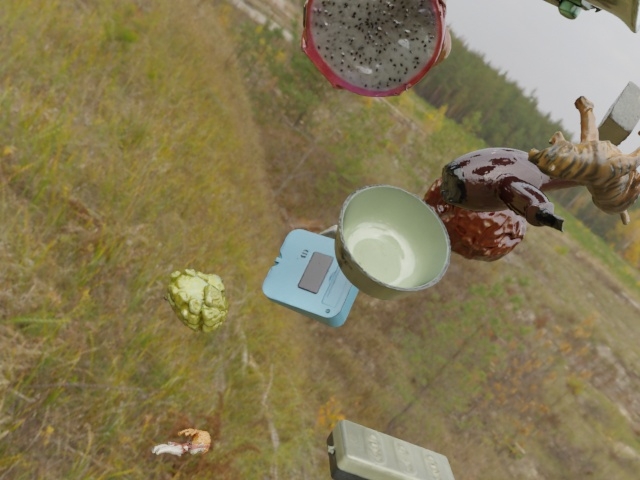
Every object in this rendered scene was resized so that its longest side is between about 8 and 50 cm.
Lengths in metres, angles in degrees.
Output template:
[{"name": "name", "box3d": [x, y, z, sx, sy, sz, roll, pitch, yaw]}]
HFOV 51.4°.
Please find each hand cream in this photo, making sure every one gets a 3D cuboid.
[{"name": "hand cream", "box3d": [0.000, 0.000, 2.088, 0.057, 0.165, 0.037, 50, 16, -37]}]

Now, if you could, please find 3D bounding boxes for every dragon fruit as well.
[{"name": "dragon fruit", "box3d": [0.109, -0.411, 1.267, 0.290, 0.291, 0.189, 39, 26, -3]}]

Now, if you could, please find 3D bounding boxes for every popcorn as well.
[{"name": "popcorn", "box3d": [-0.300, 0.144, 1.609, 0.174, 0.142, 0.173, 59, 4, -7]}]

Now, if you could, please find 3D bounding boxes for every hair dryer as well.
[{"name": "hair dryer", "box3d": [0.400, -0.084, 1.192, 0.312, 0.123, 0.340, -5, 21, -5]}]

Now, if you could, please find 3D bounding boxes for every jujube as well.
[{"name": "jujube", "box3d": [0.362, -0.061, 1.563, 0.232, 0.213, 0.213, 19, 28, -39]}]

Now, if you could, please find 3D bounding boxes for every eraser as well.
[{"name": "eraser", "box3d": [0.811, -0.329, 1.805, 0.077, 0.111, 0.352, 29, 6, 14]}]

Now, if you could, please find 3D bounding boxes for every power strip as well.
[{"name": "power strip", "box3d": [0.128, 0.412, 1.214, 0.256, 0.070, 0.105, 23, 21, -16]}]

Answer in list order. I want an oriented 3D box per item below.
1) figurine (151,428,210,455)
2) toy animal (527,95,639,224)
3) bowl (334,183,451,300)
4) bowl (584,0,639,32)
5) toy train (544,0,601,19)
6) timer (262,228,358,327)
[{"name": "figurine", "box3d": [-0.246, 0.363, 1.186, 0.109, 0.047, 0.064, 3, -5, -42]}, {"name": "toy animal", "box3d": [0.377, -0.072, 0.853, 0.114, 0.116, 0.255, 27, -8, 46]}, {"name": "bowl", "box3d": [0.113, 0.017, 1.170, 0.211, 0.112, 0.212, 9, 57, -14]}, {"name": "bowl", "box3d": [0.307, -0.465, 0.746, 0.195, 0.435, 0.434, 15, 8, 24]}, {"name": "toy train", "box3d": [0.709, -0.769, 1.811, 0.238, 0.299, 0.166, 39, 21, 30]}, {"name": "timer", "box3d": [-0.015, 0.104, 1.905, 0.249, 0.232, 0.091, 20, -21, 17]}]
